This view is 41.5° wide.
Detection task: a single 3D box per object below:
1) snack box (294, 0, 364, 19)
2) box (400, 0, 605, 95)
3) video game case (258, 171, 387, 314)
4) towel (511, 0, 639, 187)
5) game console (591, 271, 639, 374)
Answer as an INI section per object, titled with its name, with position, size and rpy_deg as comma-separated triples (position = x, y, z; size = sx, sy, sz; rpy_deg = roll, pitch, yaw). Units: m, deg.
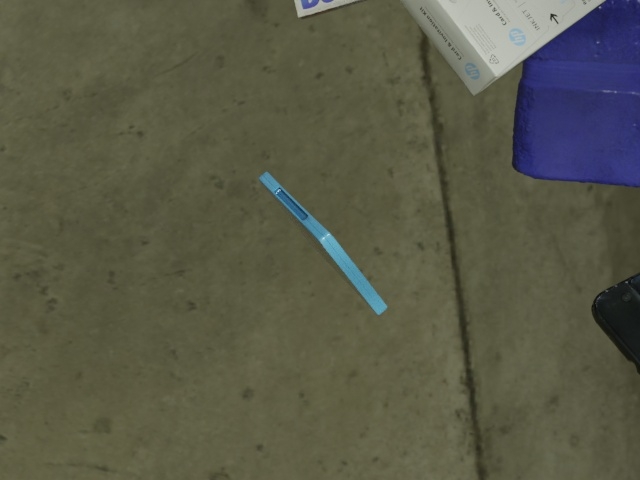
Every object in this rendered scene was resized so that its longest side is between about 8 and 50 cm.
[snack box]
position = 0.053, -0.307, 0.960
size = 0.022, 0.178, 0.064
rpy_deg = -32, 108, -76
[box]
position = 0.140, -0.213, 0.626
size = 0.186, 0.038, 0.145
rpy_deg = -37, 89, -24
[video game case]
position = 0.000, 0.000, 0.883
size = 0.015, 0.166, 0.119
rpy_deg = -40, 125, -3
[towel]
position = 0.404, -0.232, 1.231
size = 0.076, 0.227, 0.308
rpy_deg = -63, 156, -55
[game console]
position = 0.203, 0.026, 0.372
size = 0.122, 0.107, 0.071
rpy_deg = -24, 145, -12
